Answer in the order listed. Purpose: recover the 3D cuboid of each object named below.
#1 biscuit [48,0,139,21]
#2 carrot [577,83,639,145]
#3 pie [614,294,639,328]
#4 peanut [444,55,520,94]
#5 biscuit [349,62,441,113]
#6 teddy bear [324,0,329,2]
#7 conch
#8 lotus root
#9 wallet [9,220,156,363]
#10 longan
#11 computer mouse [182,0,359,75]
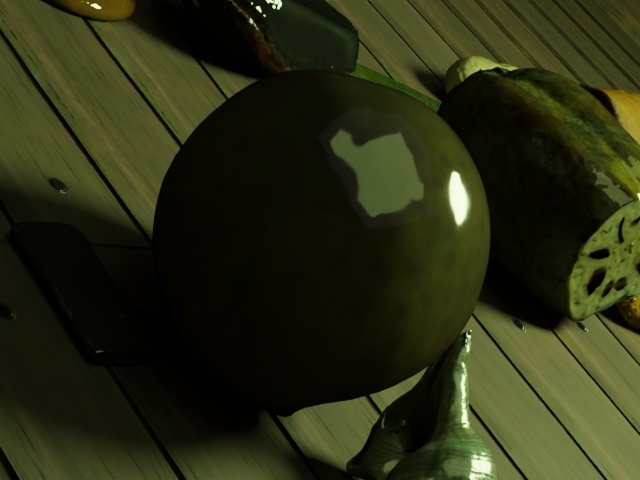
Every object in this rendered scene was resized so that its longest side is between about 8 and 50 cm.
[{"bbox_3d":[-0.321,-0.353,1.851,0.262,0.037,0.262,32,25,-17],"label":"biscuit"},{"bbox_3d":[0.461,-0.121,2.374,0.341,0.224,0.224,13,35,-48],"label":"carrot"},{"bbox_3d":[0.472,0.005,2.191,0.273,0.069,0.273,7,80,-41],"label":"pie"},{"bbox_3d":[0.274,-0.237,2.475,0.098,0.090,0.214,38,20,29],"label":"peanut"},{"bbox_3d":[0.133,-0.190,2.244,0.322,0.038,0.099,20,27,-38],"label":"biscuit"},{"bbox_3d":[-0.044,-0.447,2.326,0.182,0.129,0.251,20,29,-35],"label":"teddy bear"},{"bbox_3d":[0.095,0.209,1.371,0.114,0.137,0.234,57,21,-32],"label":"conch"},{"bbox_3d":[0.284,-0.080,2.022,0.250,0.250,0.346,9,37,-51],"label":"lotus root"},{"bbox_3d":[-0.200,0.043,1.329,0.082,0.018,0.156,4,41,-53],"label":"wallet"},{"bbox_3d":[0.000,0.000,1.383,0.319,0.319,0.319,33,24,-16],"label":"longan"},{"bbox_3d":[-0.073,-0.285,2.001,0.323,0.116,0.183,18,30,-55],"label":"computer mouse"}]
